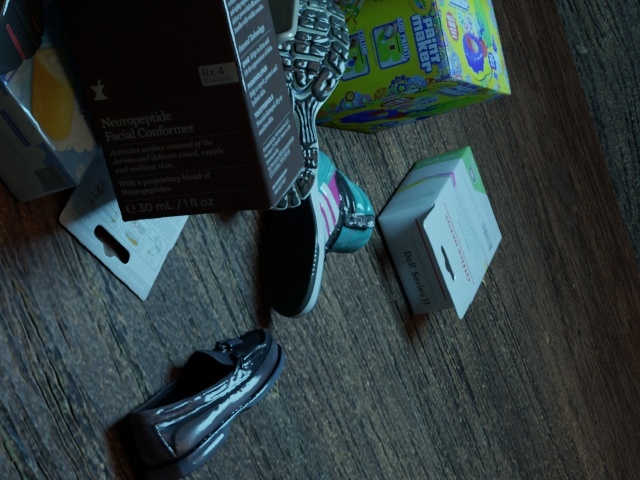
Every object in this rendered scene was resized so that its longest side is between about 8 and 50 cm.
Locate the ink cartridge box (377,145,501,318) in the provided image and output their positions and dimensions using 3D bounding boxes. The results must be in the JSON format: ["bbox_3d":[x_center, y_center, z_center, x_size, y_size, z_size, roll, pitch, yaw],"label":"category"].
[{"bbox_3d":[0.214,-0.007,2.303,0.207,0.119,0.353,68,26,-17],"label":"ink cartridge box"}]

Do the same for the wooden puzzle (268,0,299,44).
[{"bbox_3d":[-0.105,-0.309,1.708,0.044,0.221,0.239,39,45,-35],"label":"wooden puzzle"}]

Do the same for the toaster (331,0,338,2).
[{"bbox_3d":[0.010,-0.483,2.103,0.227,0.129,0.147,-54,141,-52],"label":"toaster"}]

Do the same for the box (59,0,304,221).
[{"bbox_3d":[-0.157,-0.220,1.375,0.143,0.191,0.382,-57,138,-60],"label":"box"}]

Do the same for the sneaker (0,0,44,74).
[{"bbox_3d":[-0.361,-0.293,1.305,0.116,0.136,0.314,84,1,-59],"label":"sneaker"}]

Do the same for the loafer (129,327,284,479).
[{"bbox_3d":[-0.135,0.177,1.554,0.095,0.109,0.302,64,32,-15],"label":"loafer"}]

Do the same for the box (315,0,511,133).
[{"bbox_3d":[0.126,-0.303,2.095,0.290,0.279,0.177,-1,79,-63],"label":"box"}]

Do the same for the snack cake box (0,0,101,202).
[{"bbox_3d":[-0.299,-0.188,1.419,0.152,0.089,0.264,57,32,-32],"label":"snack cake box"}]

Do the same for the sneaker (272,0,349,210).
[{"bbox_3d":[-0.061,-0.205,1.806,0.129,0.147,0.330,20,80,-27],"label":"sneaker"}]

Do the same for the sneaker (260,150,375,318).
[{"bbox_3d":[0.000,0.000,1.890,0.178,0.123,0.296,30,50,-44],"label":"sneaker"}]

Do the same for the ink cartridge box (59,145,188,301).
[{"bbox_3d":[-0.235,-0.067,1.555,0.181,0.056,0.225,50,55,-42],"label":"ink cartridge box"}]
